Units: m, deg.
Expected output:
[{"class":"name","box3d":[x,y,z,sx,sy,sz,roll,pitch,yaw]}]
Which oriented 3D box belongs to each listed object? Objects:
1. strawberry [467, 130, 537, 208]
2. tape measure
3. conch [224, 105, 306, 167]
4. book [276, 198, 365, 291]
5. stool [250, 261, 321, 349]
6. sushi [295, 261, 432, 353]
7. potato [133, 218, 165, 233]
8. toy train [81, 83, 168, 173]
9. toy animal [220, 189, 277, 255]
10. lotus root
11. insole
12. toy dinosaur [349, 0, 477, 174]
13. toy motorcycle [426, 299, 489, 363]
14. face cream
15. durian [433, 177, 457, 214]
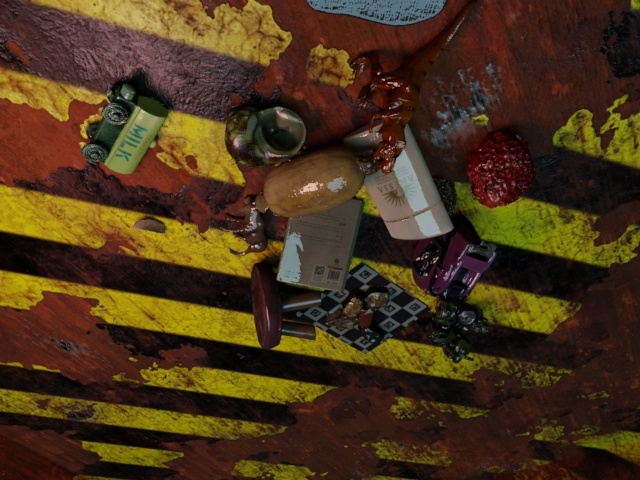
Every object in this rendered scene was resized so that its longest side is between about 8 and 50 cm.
[{"class":"strawberry","box3d":[0.470,-0.169,1.293,0.184,0.201,0.187,30,144,-3]},{"class":"tape measure","box3d":[0.374,0.049,1.448,0.149,0.231,0.245,17,111,-21]},{"class":"conch","box3d":[-0.150,-0.268,1.242,0.187,0.124,0.181,-46,109,-2]},{"class":"book","box3d":[0.000,0.000,1.437,0.215,0.025,0.282,13,98,-12]},{"class":"stool","box3d":[-0.114,0.196,1.549,0.179,0.272,0.272,-5,131,-16]},{"class":"sushi","box3d":[0.155,0.272,1.735,0.359,0.064,0.343,33,122,-27]},{"class":"potato","box3d":[-0.509,-0.047,1.474,0.093,0.036,0.037,13,93,-34]},{"class":"toy train","box3d":[-0.488,-0.273,1.245,0.157,0.105,0.253,20,129,-34]},{"class":"toy animal","box3d":[-0.191,-0.055,1.443,0.186,0.093,0.214,-3,130,13]},{"class":"lotus root","box3d":[0.003,-0.160,1.259,0.343,0.169,0.151,-17,121,31]},{"class":"insole","box3d":[0.123,-0.534,1.091,0.310,0.012,0.110,5,131,-6]},{"class":"toy dinosaur","box3d":[0.176,-0.376,1.147,0.097,0.208,0.432,8,105,-59]},{"class":"toy motorcycle","box3d":[0.466,0.316,1.740,0.205,0.127,0.275,14,125,-17]},{"class":"face cream","box3d":[0.208,-0.149,1.310,0.174,0.081,0.348,-18,113,26]},{"class":"durian","box3d":[0.315,-0.087,1.420,0.149,0.091,0.188,10,131,-10]}]
